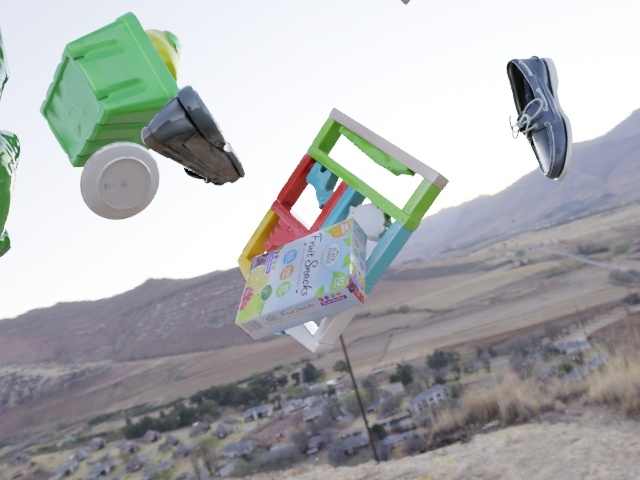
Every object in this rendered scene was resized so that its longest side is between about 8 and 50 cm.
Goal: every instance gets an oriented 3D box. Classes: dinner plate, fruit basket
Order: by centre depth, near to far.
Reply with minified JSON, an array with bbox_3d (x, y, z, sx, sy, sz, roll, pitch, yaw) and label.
[{"bbox_3d":[-0.336,-0.098,0.843,0.141,0.141,0.017,-15,33,-42],"label":"dinner plate"},{"bbox_3d":[-0.459,-0.375,1.221,0.392,0.282,0.392,-29,4,2],"label":"fruit basket"}]

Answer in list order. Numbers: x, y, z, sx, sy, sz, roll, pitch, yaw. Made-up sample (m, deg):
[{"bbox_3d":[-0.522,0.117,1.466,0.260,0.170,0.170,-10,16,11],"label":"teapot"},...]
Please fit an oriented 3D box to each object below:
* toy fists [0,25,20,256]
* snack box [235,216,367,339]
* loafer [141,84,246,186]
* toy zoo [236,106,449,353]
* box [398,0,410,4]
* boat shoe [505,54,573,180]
[{"bbox_3d":[-0.270,-0.085,0.346,0.096,0.142,0.279,-7,-54,-29],"label":"toy fists"},{"bbox_3d":[-0.020,0.042,0.535,0.141,0.037,0.100,-21,39,26],"label":"snack box"},{"bbox_3d":[-0.169,-0.127,0.676,0.084,0.096,0.267,-33,-6,-4],"label":"loafer"},{"bbox_3d":[0.000,0.000,0.613,0.030,0.192,0.293,20,-72,-50],"label":"toy zoo"},{"bbox_3d":[0.209,-0.613,0.948,0.275,0.094,0.113,-46,-36,20],"label":"box"},{"bbox_3d":[0.381,-0.221,0.870,0.079,0.254,0.095,1,-19,-3],"label":"boat shoe"}]
